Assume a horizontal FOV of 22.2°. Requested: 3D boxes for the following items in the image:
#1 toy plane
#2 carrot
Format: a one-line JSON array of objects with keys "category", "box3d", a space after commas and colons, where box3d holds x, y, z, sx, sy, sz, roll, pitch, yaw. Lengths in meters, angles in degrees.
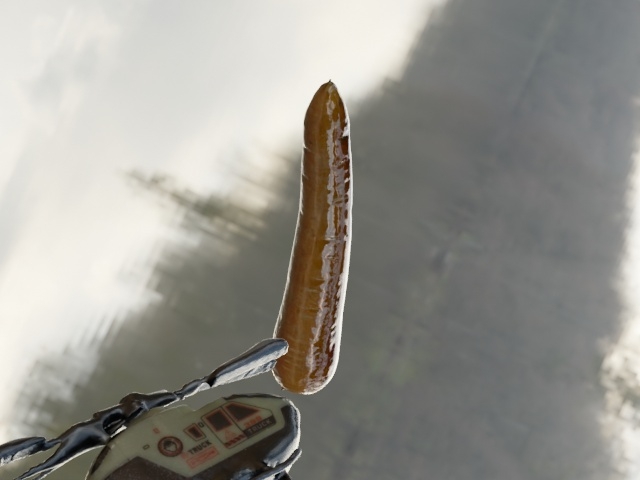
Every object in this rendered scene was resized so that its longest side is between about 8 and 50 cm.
[{"category": "toy plane", "box3d": [-0.047, 0.062, 0.425, 0.121, 0.049, 0.031, -23, 146, -31]}, {"category": "carrot", "box3d": [0.000, 0.000, 0.856, 0.037, 0.037, 0.190, -58, 159, -58]}]
